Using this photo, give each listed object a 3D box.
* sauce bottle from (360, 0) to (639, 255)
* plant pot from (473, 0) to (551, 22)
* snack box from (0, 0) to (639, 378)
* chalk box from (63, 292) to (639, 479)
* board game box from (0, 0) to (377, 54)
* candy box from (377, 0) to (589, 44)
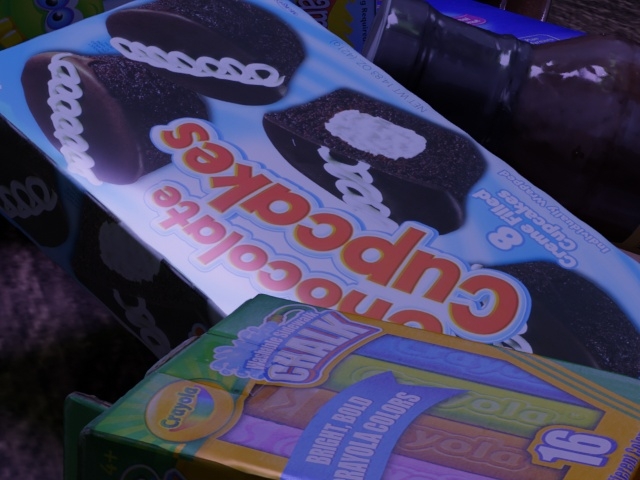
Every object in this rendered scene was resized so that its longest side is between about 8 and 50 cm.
[{"bbox_3d":[0.185,-0.045,0.907,0.344,0.111,0.111,20,21,-5],"label":"sauce bottle"},{"bbox_3d":[0.083,-0.225,1.424,0.165,0.167,0.167,10,21,39],"label":"plant pot"},{"bbox_3d":[0.000,0.000,0.779,0.322,0.060,0.187,39,46,25],"label":"snack box"},{"bbox_3d":[-0.002,0.107,0.577,0.213,0.132,0.132,11,22,21],"label":"chalk box"},{"bbox_3d":[-0.113,-0.181,0.971,0.275,0.142,0.144,-5,27,-4],"label":"board game box"},{"bbox_3d":[-0.025,-0.090,1.091,0.268,0.122,0.317,-16,29,-35],"label":"candy box"}]
